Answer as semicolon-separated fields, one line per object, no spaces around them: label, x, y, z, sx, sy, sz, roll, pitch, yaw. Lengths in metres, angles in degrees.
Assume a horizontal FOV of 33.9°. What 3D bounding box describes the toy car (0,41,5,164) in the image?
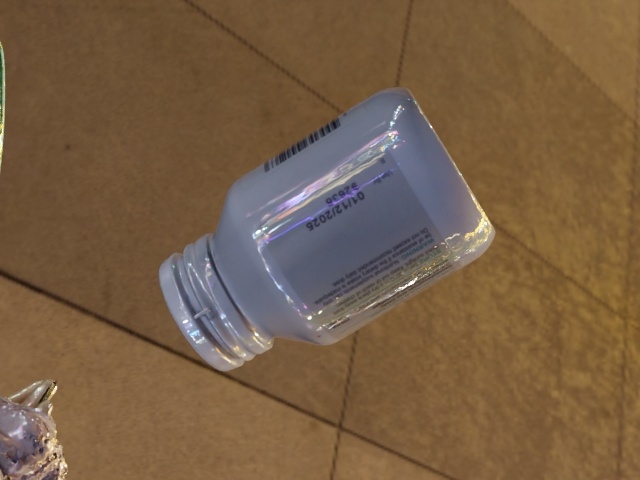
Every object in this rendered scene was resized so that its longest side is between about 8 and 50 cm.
toy car;-0.224;-0.040;0.369;0.224;0.076;0.090;-9;117;-40

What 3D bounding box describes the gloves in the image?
gloves;-0.226;0.148;0.665;0.144;0.094;0.110;-12;46;-45

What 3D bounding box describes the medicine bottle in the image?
medicine bottle;0.000;0.000;0.734;0.135;0.215;0.135;56;9;-14
